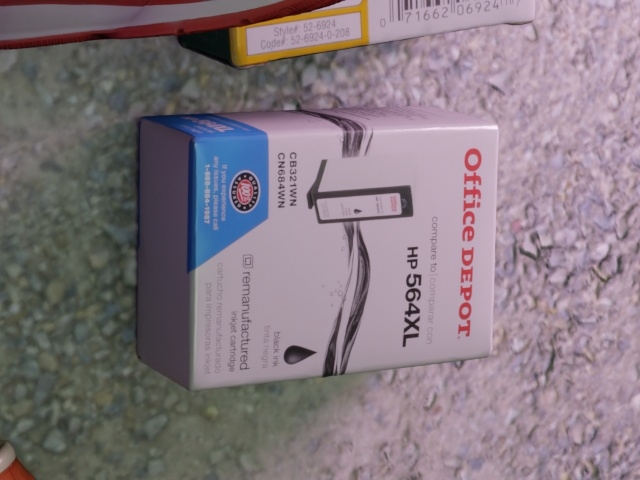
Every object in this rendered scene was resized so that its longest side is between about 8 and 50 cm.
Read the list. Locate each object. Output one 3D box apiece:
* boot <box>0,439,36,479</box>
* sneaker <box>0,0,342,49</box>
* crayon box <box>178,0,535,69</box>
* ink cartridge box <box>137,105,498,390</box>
[{"bbox_3d":[-0.219,0.175,0.984,0.158,0.059,0.084,-33,111,-29],"label":"boot"},{"bbox_3d":[-0.086,-0.169,0.910,0.087,0.221,0.128,-30,114,-68],"label":"sneaker"},{"bbox_3d":[0.016,-0.273,0.992,0.203,0.083,0.323,-12,111,-27],"label":"crayon box"},{"bbox_3d":[0.000,0.000,1.049,0.203,0.086,0.148,-5,102,-27],"label":"ink cartridge box"}]
